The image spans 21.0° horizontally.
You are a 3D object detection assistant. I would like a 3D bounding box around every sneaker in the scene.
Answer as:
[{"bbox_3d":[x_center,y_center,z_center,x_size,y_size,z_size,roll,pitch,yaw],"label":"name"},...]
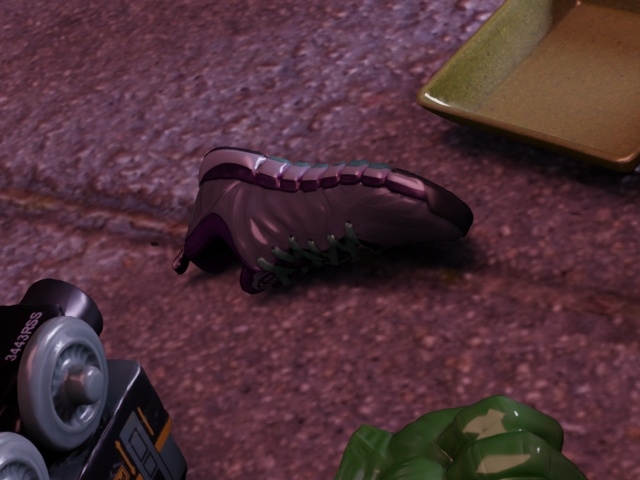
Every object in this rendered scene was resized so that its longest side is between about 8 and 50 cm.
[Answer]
[{"bbox_3d":[0.000,0.000,1.176,0.223,0.083,0.098,8,71,39],"label":"sneaker"}]

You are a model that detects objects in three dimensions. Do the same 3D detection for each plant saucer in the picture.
[{"bbox_3d":[0.194,-0.121,1.212,0.188,0.045,0.188,21,58,41],"label":"plant saucer"}]

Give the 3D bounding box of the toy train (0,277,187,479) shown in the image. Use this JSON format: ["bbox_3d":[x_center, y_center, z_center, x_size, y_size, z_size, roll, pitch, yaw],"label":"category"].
[{"bbox_3d":[-0.191,0.180,0.966,0.142,0.190,0.334,-2,42,28],"label":"toy train"}]

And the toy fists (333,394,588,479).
[{"bbox_3d":[0.061,0.198,0.900,0.142,0.096,0.279,-2,44,24],"label":"toy fists"}]
